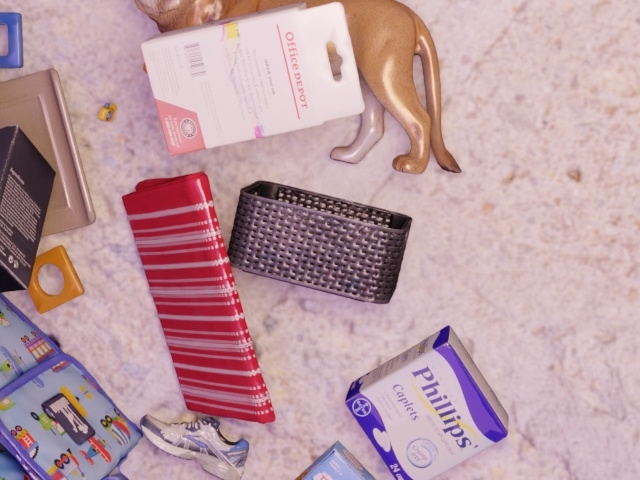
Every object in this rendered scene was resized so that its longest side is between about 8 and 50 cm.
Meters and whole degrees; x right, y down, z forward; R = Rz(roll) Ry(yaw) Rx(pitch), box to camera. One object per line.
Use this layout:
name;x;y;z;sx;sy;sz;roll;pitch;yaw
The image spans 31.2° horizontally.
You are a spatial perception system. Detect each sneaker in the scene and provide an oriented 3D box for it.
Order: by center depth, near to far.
sneaker;-0.144;0.228;1.339;0.135;0.052;0.058;25;92;-3

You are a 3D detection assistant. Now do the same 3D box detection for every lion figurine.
lion figurine;-0.019;-0.213;1.215;0.392;0.142;0.240;11;93;-7

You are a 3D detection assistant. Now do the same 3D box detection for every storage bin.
storage bin;0.000;0.000;1.235;0.180;0.122;0.084;13;101;7

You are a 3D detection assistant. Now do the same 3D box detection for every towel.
towel;-0.134;0.061;1.252;0.031;0.199;0.275;-20;97;-30

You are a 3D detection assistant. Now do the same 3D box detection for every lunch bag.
lunch bag;-0.340;0.198;1.272;0.293;0.221;0.138;37;103;2

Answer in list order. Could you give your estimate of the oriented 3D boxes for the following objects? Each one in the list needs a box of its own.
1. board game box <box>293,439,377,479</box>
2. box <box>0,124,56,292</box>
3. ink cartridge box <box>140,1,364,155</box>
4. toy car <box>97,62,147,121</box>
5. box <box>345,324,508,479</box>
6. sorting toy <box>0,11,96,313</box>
board game box;-0.001;0.361;1.337;0.211;0.039;0.160;-44;91;14
box;-0.383;-0.027;1.223;0.156;0.093;0.158;-7;56;17
ink cartridge box;-0.061;-0.162;1.117;0.198;0.067;0.115;-10;106;9
toy car;-0.196;-0.166;1.282;0.060;0.040;0.122;40;103;1
box;0.119;0.186;1.272;0.137;0.072;0.126;-33;93;12
sorting toy;-0.356;-0.087;1.319;0.196;0.047;0.348;-12;94;18
